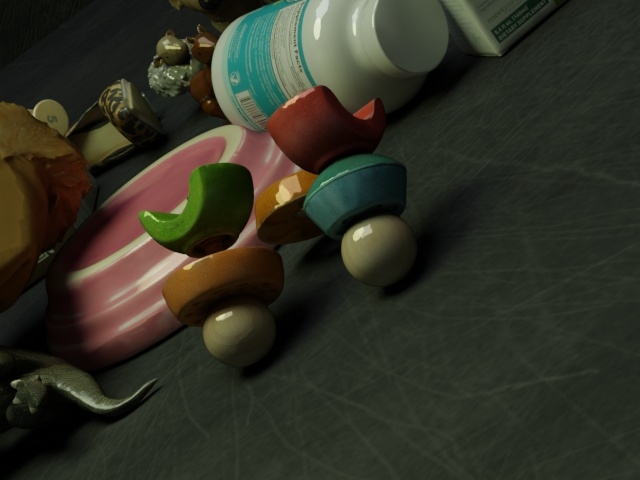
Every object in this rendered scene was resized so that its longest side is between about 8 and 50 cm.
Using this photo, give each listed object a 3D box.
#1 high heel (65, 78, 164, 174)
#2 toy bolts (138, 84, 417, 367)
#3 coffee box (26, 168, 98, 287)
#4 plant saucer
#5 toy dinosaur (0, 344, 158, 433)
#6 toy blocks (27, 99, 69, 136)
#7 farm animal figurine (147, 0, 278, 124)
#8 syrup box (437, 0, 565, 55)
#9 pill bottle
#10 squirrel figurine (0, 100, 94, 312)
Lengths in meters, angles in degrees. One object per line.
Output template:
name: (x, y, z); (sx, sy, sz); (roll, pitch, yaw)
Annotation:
high heel: (-0.301, -0.126, 2.379); (0.186, 0.093, 0.261); (-35, 4, 0)
toy bolts: (0.000, 0.000, 1.493); (0.218, 0.158, 0.228); (2, -31, -46)
coffee box: (-0.367, -0.031, 2.266); (0.141, 0.098, 0.246); (-35, 17, 9)
plant saucer: (-0.153, -0.007, 1.812); (0.332, 0.084, 0.332); (-34, 18, 13)
toy dinosaur: (-0.292, 0.139, 1.640); (0.313, 0.121, 0.160); (-22, -6, 12)
toy blocks: (-0.398, -0.115, 2.284); (0.148, 0.054, 0.123); (-16, 26, 47)
farm animal figurine: (-0.101, -0.324, 2.229); (0.330, 0.172, 0.327); (-56, 17, -3)
syrup box: (0.123, -0.298, 1.744); (0.093, 0.237, 0.096); (-40, 17, -10)
pill bottle: (0.013, -0.187, 1.833); (0.146, 0.146, 0.264); (-48, 21, -30)
squirrel figurine: (-0.417, 0.044, 1.832); (0.397, 0.281, 0.370); (-36, -20, -55)
